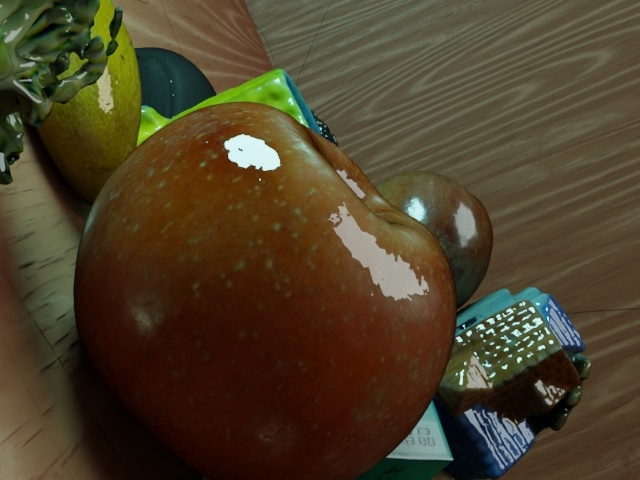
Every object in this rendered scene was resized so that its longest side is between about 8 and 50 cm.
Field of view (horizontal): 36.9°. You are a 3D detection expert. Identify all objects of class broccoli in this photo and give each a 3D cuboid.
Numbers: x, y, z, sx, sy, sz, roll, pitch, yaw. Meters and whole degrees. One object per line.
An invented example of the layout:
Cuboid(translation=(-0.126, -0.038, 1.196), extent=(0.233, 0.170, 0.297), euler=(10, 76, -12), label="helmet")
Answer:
Cuboid(translation=(-0.263, -0.115, 0.673), extent=(0.198, 0.177, 0.275), euler=(117, -7, -55), label="broccoli")

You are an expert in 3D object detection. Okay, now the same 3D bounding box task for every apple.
Cuboid(translation=(-0.045, 0.049, 0.853), extent=(0.348, 0.277, 0.348), euler=(38, 13, -11), label="apple")

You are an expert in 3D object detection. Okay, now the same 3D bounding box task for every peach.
Cuboid(translation=(0.175, 0.012, 1.636), extent=(0.252, 0.252, 0.253), euler=(-23, 90, -83), label="peach")

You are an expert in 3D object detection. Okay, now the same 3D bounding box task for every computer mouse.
Cuboid(translation=(-0.185, -0.165, 1.344), extent=(0.170, 0.100, 0.269), euler=(54, 15, -52), label="computer mouse")

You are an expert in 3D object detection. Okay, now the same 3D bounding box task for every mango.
Cuboid(translation=(-0.234, -0.161, 0.946), extent=(0.157, 0.108, 0.262), euler=(-43, 112, -86), label="mango")

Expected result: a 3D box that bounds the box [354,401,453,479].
Cuboid(translation=(0.040, 0.244, 1.281), extent=(0.244, 0.092, 0.153), euler=(11, 46, -31), label="box")

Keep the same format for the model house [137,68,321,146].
Cuboid(translation=(-0.093, -0.044, 1.135), extent=(0.215, 0.237, 0.303), euler=(-96, 160, -70), label="model house")

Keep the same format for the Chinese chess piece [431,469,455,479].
Cuboid(translation=(0.146, 0.352, 1.752), extent=(0.338, 0.140, 0.338), euler=(46, 16, -17), label="Chinese chess piece")

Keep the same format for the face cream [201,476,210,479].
Cuboid(translation=(-0.071, 0.227, 0.993), extent=(0.345, 0.102, 0.102), euler=(-96, 162, -70), label="face cream")

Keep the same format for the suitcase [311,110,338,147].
Cuboid(translation=(0.000, 0.000, 1.789), extent=(0.283, 0.194, 0.434), euler=(-81, 148, -69), label="suitcase")

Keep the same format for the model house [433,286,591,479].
Cuboid(translation=(0.278, 0.226, 1.467), extent=(0.252, 0.294, 0.329), euler=(60, 3, 4), label="model house")
